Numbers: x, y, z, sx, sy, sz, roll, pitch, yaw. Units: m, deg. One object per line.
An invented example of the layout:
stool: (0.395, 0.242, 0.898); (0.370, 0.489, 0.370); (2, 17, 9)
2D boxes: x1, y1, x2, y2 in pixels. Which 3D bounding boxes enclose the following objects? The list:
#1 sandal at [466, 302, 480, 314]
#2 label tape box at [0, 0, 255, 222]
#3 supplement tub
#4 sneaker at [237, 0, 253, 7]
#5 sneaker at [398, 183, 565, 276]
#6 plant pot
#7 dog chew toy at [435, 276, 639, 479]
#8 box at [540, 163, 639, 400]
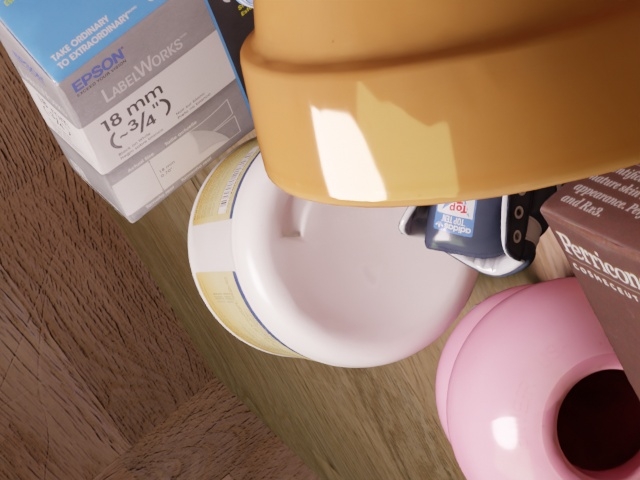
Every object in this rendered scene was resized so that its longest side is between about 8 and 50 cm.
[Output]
sandal: (0.255, 0.220, 1.547); (0.416, 0.102, 0.169); (-122, 30, -41)
label tape box: (-0.156, -0.201, 1.478); (0.106, 0.241, 0.333); (43, 165, 32)
supplement tub: (0.000, 0.000, 1.546); (0.228, 0.228, 0.316); (52, 168, -9)
sneaker: (0.031, -0.194, 0.925); (0.080, 0.211, 0.081); (63, 159, -3)
sneaker: (0.101, -0.090, 1.063); (0.099, 0.153, 0.282); (14, 151, 32)
plant pot: (0.086, -0.164, 0.743); (0.291, 0.291, 0.203); (24, 134, 64)
dog chew toy: (0.188, 0.125, 1.356); (0.206, 0.207, 0.332); (52, 176, -8)
box: (0.305, 0.104, 1.003); (0.191, 0.143, 0.381); (31, 155, 58)
